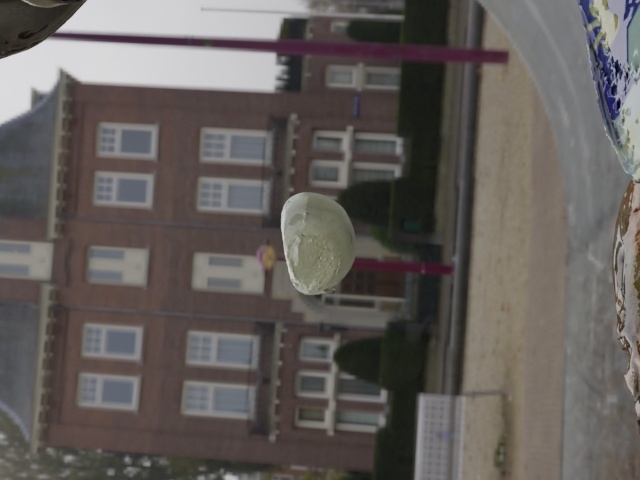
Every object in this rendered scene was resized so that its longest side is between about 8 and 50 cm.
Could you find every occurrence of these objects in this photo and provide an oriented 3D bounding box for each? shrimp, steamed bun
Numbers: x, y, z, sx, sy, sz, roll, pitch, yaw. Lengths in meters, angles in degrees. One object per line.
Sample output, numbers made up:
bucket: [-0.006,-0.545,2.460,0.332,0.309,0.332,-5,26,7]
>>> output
shrimp: [0.274,0.065,0.812,0.152,0.063,0.287,95,-175,-55]
steamed bun: [0.000,0.000,1.234,0.112,0.090,0.130,-93,-6,-67]

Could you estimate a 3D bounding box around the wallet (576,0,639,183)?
wallet: [0.183,-0.190,0.367,0.309,0.077,0.223,108,166,-50]

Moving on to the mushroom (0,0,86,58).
mushroom: [-0.305,-0.325,0.900,0.362,0.294,0.362,-51,-20,-26]
